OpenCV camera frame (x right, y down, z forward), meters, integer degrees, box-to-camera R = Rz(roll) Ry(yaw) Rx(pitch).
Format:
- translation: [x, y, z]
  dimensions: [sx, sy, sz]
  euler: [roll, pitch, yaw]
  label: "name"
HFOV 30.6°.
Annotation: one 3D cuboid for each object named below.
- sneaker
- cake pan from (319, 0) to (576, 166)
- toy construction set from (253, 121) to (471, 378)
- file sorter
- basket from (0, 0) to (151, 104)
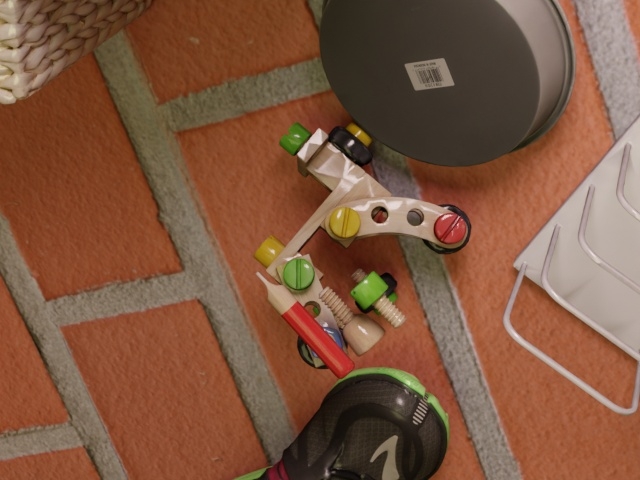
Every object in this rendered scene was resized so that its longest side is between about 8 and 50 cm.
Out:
- translation: [-0.010, 0.343, 1.522]
  dimensions: [0.185, 0.202, 0.483]
  euler: [41, 121, -4]
  label: "sneaker"
- translation: [0.123, -0.195, 1.248]
  dimensions: [0.293, 0.054, 0.293]
  euler: [19, 137, 18]
  label: "cake pan"
- translation: [0.000, 0.000, 1.311]
  dimensions: [0.237, 0.309, 0.257]
  euler: [47, 113, -1]
  label: "toy construction set"
- translation: [0.354, 0.018, 1.253]
  dimensions: [0.193, 0.173, 0.277]
  euler: [36, 121, 0]
  label: "file sorter"
- translation: [-0.381, -0.347, 1.254]
  dimensions: [0.328, 0.331, 0.266]
  euler: [12, 124, 14]
  label: "basket"
